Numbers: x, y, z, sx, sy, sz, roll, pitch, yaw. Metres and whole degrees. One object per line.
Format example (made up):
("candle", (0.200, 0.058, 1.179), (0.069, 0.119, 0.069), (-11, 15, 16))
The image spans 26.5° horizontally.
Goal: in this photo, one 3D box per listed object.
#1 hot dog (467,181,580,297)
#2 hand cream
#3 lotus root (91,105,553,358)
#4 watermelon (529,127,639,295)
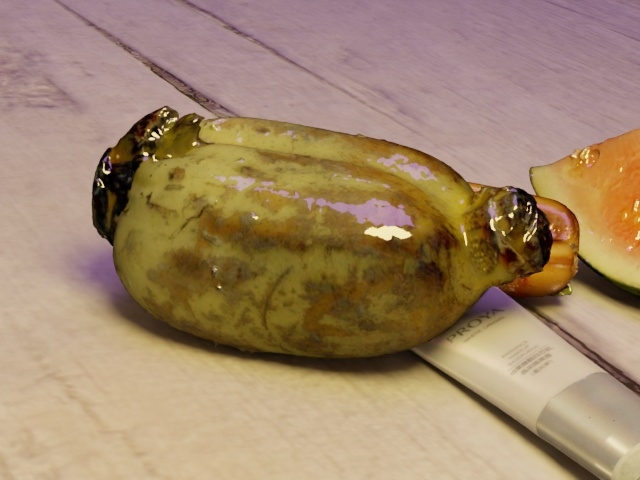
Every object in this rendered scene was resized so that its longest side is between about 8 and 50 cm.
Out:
("hot dog", (0.086, -0.007, 1.096), (0.250, 0.076, 0.104), (11, 40, 20))
("hand cream", (0.143, 0.093, 0.870), (0.079, 0.048, 0.255), (-27, 31, -16))
("lotus root", (0.000, 0.000, 0.926), (0.309, 0.173, 0.173), (9, 20, 15))
("watermelon", (0.314, -0.005, 1.053), (0.303, 0.159, 0.128), (-12, 29, 34))
